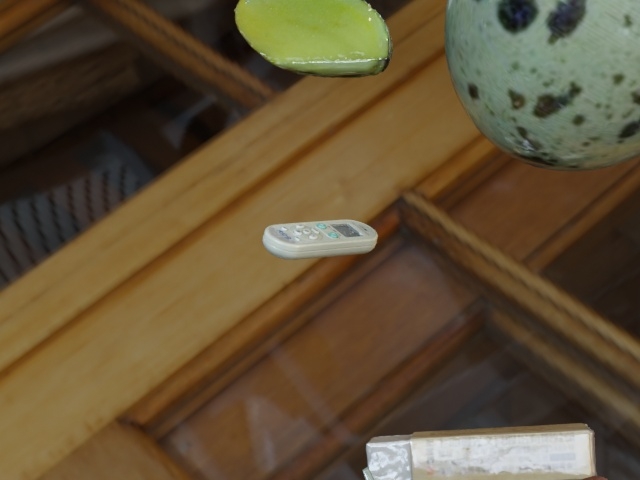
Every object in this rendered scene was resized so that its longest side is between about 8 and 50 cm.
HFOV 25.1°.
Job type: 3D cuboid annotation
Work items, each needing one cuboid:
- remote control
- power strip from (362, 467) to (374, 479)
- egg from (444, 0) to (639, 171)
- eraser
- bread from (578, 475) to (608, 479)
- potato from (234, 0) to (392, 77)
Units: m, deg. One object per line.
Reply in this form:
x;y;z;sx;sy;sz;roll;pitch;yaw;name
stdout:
0.000;0.000;2.370;0.078;0.221;0.042;37;120;42;remote control
0.095;0.311;1.388;0.044;0.137;0.216;-51;47;31;power strip
0.278;-0.240;1.395;0.287;0.287;0.379;46;131;15;egg
0.244;0.329;2.199;0.144;0.343;0.078;31;-125;-82;eraser
0.184;0.224;1.084;0.119;0.192;0.067;-52;59;31;bread
-0.004;-0.234;1.647;0.197;0.119;0.054;13;157;18;potato
